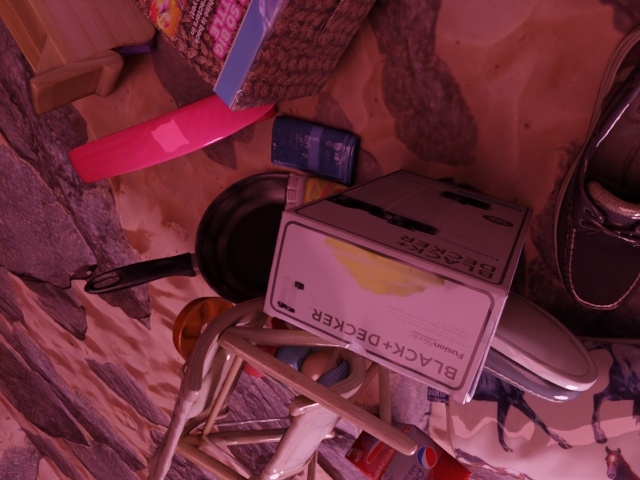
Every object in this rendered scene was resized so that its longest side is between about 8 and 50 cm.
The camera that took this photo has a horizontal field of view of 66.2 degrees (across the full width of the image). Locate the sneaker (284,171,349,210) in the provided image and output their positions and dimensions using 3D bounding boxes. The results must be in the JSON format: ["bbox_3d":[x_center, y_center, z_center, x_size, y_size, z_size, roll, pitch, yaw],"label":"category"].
[{"bbox_3d":[0.000,0.000,0.570,0.094,0.208,0.081,5,144,-2],"label":"sneaker"}]

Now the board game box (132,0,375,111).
[{"bbox_3d":[-0.080,-0.313,0.453,0.291,0.141,0.232,49,132,10],"label":"board game box"}]

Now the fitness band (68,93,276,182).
[{"bbox_3d":[-0.176,-0.136,0.600,0.291,0.209,0.054,-7,112,37],"label":"fitness band"}]

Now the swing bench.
[{"bbox_3d":[-0.057,0.217,0.606,0.255,0.165,0.253,19,126,-11],"label":"swing bench"}]

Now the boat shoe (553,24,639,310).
[{"bbox_3d":[0.277,-0.046,0.449,0.103,0.092,0.285,16,125,23],"label":"boat shoe"}]

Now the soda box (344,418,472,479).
[{"bbox_3d":[0.110,0.317,0.697,0.092,0.083,0.263,39,163,7],"label":"soda box"}]

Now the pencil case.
[{"bbox_3d":[0.327,0.166,0.500,0.410,0.160,0.183,-6,100,34],"label":"pencil case"}]

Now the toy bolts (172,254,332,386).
[{"bbox_3d":[-0.066,0.142,0.708,0.159,0.218,0.228,13,133,38],"label":"toy bolts"}]

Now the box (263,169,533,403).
[{"bbox_3d":[0.097,0.011,0.461,0.169,0.290,0.087,21,112,21],"label":"box"}]

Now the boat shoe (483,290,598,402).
[{"bbox_3d":[0.139,0.090,0.552,0.319,0.116,0.099,31,118,44],"label":"boat shoe"}]

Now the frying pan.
[{"bbox_3d":[-0.117,0.037,0.639,0.197,0.326,0.053,49,170,23],"label":"frying pan"}]

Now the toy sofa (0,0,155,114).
[{"bbox_3d":[-0.389,-0.372,0.656,0.150,0.177,0.362,-1,120,60],"label":"toy sofa"}]

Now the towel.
[{"bbox_3d":[-0.010,-0.116,0.628,0.119,0.029,0.067,20,125,21],"label":"towel"}]
